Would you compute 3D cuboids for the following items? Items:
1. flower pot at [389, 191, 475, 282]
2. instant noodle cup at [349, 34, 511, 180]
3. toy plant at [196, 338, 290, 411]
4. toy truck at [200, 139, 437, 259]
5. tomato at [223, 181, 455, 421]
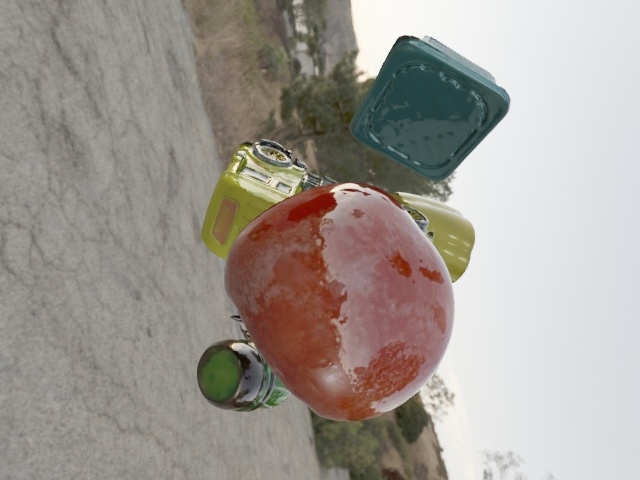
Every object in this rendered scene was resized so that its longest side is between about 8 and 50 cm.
[{"bbox_3d":[0.195,-0.009,1.080,0.179,0.195,0.195,24,40,-35],"label":"flower pot"},{"bbox_3d":[0.138,-0.172,0.656,0.070,0.157,0.179,-64,-175,-35],"label":"instant noodle cup"},{"bbox_3d":[-0.091,0.183,0.693,0.162,0.092,0.093,33,43,-61],"label":"toy plant"},{"bbox_3d":[0.000,0.000,0.584,0.157,0.272,0.124,-71,-174,-65],"label":"toy truck"},{"bbox_3d":[0.018,0.038,0.396,0.187,0.151,0.187,49,-3,3],"label":"tomato"}]
